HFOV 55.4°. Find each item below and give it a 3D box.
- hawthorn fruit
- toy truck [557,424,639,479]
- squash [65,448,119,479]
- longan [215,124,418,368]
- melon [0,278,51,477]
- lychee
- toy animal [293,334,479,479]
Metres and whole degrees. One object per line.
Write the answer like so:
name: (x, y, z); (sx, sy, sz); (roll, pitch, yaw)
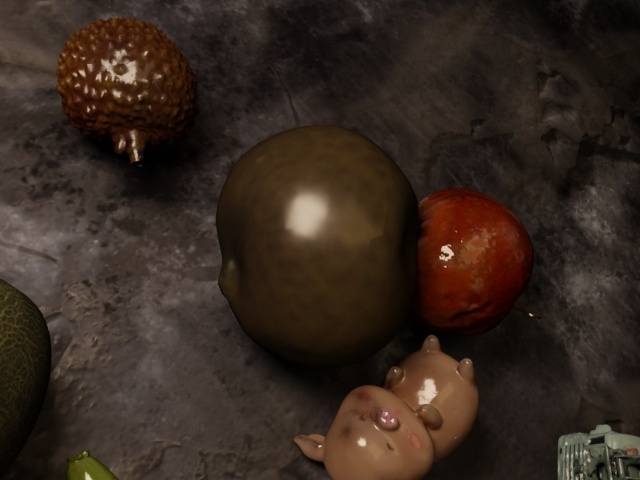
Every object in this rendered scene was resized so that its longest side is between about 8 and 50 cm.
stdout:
hawthorn fruit: (0.241, 0.052, 0.967); (0.272, 0.242, 0.241); (30, 57, -13)
toy truck: (0.527, 0.384, 0.955); (0.339, 0.184, 0.132); (21, 58, -15)
squash: (-0.230, 0.329, 0.707); (0.066, 0.066, 0.201); (-33, 79, -33)
longan: (0.000, 0.000, 0.847); (0.289, 0.288, 0.349); (7, 66, -22)
melon: (-0.411, 0.164, 0.597); (0.238, 0.237, 0.301); (32, 61, -8)
lychee: (-0.273, -0.214, 0.877); (0.200, 0.200, 0.238); (1, 63, -25)
toy animal: (0.109, 0.254, 0.847); (0.250, 0.153, 0.166); (-32, 39, -25)
